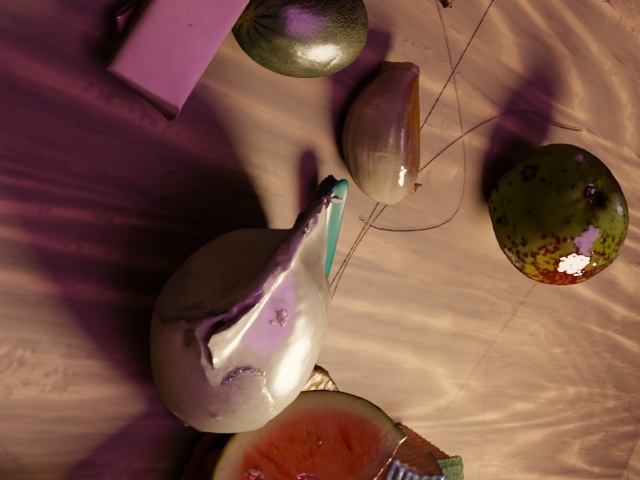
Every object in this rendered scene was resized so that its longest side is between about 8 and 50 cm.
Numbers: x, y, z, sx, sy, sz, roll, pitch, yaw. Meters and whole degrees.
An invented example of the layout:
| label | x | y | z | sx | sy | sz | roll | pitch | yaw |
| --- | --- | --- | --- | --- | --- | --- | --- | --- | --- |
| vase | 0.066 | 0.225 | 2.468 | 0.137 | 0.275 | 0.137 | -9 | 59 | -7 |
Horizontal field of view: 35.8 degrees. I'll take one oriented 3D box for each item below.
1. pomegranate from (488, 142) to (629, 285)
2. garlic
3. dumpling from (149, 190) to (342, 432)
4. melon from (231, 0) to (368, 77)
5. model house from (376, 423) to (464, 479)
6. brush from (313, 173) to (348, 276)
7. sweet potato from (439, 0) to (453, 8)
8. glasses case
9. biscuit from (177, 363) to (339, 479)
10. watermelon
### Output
| label | x | y | z | sx | sy | sz | roll | pitch | yaw |
| --- | --- | --- | --- | --- | --- | --- | --- | --- | --- |
| pomegranate | 0.345 | -0.022 | 1.507 | 0.214 | 0.214 | 0.248 | -39 | 172 | -30 |
| garlic | 0.090 | -0.109 | 1.211 | 0.128 | 0.091 | 0.198 | -51 | 140 | -37 |
| dumpling | -0.067 | 0.074 | 1.049 | 0.260 | 0.181 | 0.341 | -53 | 151 | -28 |
| melon | -0.016 | -0.217 | 0.982 | 0.167 | 0.114 | 0.114 | 0 | 112 | -52 |
| model house | 0.124 | 0.371 | 1.477 | 0.183 | 0.172 | 0.166 | 2 | 109 | -52 |
| brush | 0.000 | 0.000 | 1.216 | 0.043 | 0.032 | 0.193 | -32 | 146 | -42 |
| sweet potato | 0.133 | -0.358 | 1.133 | 0.202 | 0.058 | 0.055 | 74 | 11 | -48 |
| glasses case | -0.131 | -0.217 | 0.895 | 0.102 | 0.070 | 0.193 | 32 | 87 | -26 |
| biscuit | -0.077 | 0.303 | 1.285 | 0.318 | 0.040 | 0.317 | -30 | 131 | -41 |
| watermelon | -0.051 | 0.298 | 1.175 | 0.303 | 0.159 | 0.128 | -43 | 168 | -40 |
